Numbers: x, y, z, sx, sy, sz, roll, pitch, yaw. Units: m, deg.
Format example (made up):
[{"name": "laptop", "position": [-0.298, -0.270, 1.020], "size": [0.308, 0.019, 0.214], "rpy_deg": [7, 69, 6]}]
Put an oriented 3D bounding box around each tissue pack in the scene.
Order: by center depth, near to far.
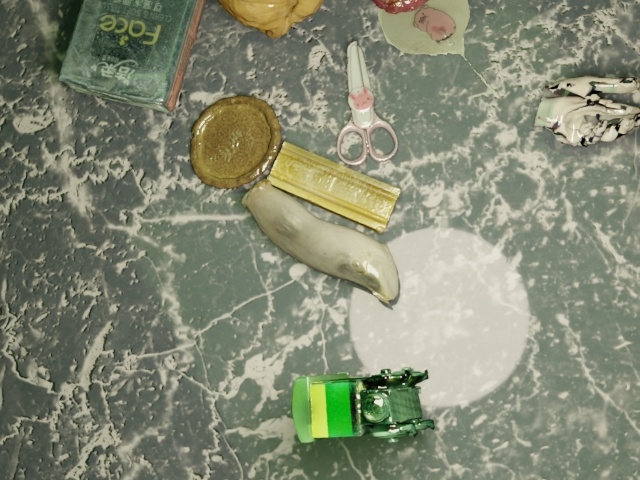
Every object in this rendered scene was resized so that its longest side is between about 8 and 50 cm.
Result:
[{"name": "tissue pack", "position": [-0.359, -0.425, 1.873], "size": [0.228, 0.103, 0.315], "rpy_deg": [13, 83, 11]}]

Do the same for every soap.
[{"name": "soap", "position": [0.025, -0.102, 1.811], "size": [0.252, 0.037, 0.092], "rpy_deg": [24, 86, 10]}]

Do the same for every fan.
[{"name": "fan", "position": [0.247, -0.391, 1.839], "size": [0.182, 0.010, 0.310], "rpy_deg": [-40, 78, 0]}]

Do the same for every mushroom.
[{"name": "mushroom", "position": [-0.002, 0.001, 1.768], "size": [0.351, 0.097, 0.109], "rpy_deg": [30, 120, 15]}]

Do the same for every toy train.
[{"name": "toy train", "position": [0.079, 0.281, 1.621], "size": [0.202, 0.301, 0.120], "rpy_deg": [-5, 82, 16]}]

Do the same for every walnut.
[{"name": "walnut", "position": [-0.104, -0.518, 1.800], "size": [0.224, 0.257, 0.257], "rpy_deg": [-17, 79, -21]}]

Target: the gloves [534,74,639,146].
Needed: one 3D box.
[{"name": "gloves", "position": [0.510, -0.232, 1.738], "size": [0.212, 0.111, 0.127], "rpy_deg": [16, 60, 12]}]

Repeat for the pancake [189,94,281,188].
[{"name": "pancake", "position": [-0.169, -0.194, 1.845], "size": [0.199, 0.021, 0.199], "rpy_deg": [-3, 78, 17]}]

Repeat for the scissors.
[{"name": "scissors", "position": [0.081, -0.267, 1.831], "size": [0.118, 0.030, 0.242], "rpy_deg": [-7, 83, 5]}]

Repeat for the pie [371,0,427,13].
[{"name": "pie", "position": [0.161, -0.515, 1.851], "size": [0.154, 0.038, 0.153], "rpy_deg": [-2, 78, 11]}]
